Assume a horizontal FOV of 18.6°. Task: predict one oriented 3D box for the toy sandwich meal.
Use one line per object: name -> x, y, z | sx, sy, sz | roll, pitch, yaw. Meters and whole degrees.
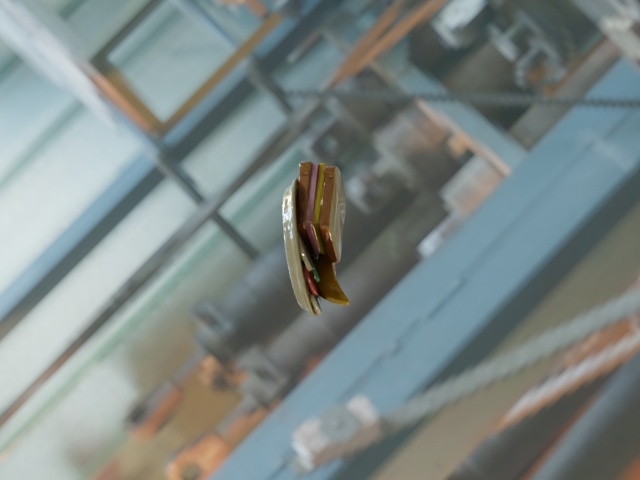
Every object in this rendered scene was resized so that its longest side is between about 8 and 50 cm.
toy sandwich meal -> 0.000, 0.000, 1.075 | 0.085, 0.029, 0.085 | -8, -90, -82
